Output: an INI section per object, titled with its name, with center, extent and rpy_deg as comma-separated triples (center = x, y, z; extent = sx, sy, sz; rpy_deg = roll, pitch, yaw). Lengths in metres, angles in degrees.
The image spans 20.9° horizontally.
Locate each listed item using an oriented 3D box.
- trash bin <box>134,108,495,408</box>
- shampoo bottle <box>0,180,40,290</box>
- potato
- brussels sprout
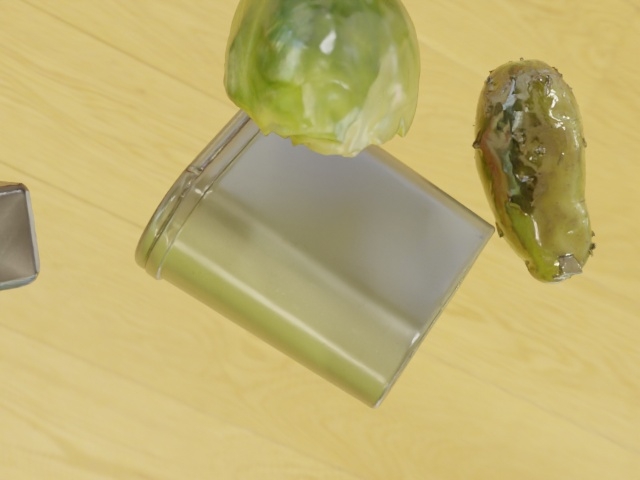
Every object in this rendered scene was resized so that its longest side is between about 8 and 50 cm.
[trash bin]
center = 0.000, 0.000, 1.510
extent = 0.247, 0.121, 0.243
rpy_deg = 34, 47, 6
[shampoo bottle]
center = -0.330, 0.013, 1.246
extent = 0.246, 0.079, 0.080
rpy_deg = -12, 98, -31
[potato]
center = 0.211, -0.068, 1.700
extent = 0.090, 0.117, 0.225
rpy_deg = -10, 90, -43
[brussels sprout]
center = 0.006, -0.139, 1.226
extent = 0.149, 0.151, 0.122
rpy_deg = -22, 138, -37
